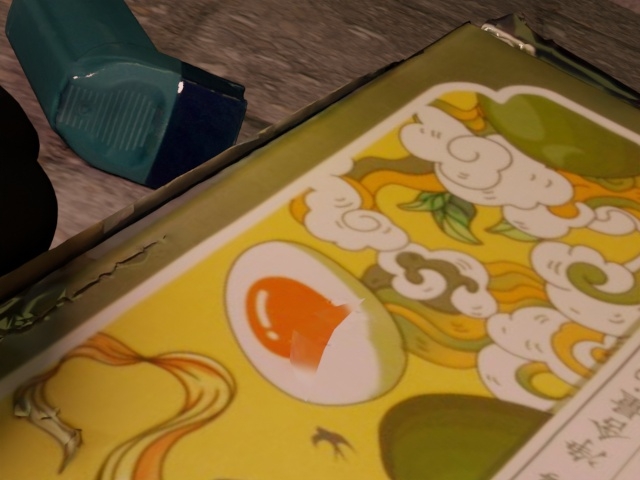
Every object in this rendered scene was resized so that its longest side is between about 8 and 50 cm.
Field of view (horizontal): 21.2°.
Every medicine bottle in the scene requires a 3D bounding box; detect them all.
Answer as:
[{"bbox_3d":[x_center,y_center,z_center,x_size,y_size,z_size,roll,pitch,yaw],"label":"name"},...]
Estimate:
[{"bbox_3d":[-0.144,-0.119,1.167,0.124,0.079,0.258,9,23,-27],"label":"medicine bottle"}]

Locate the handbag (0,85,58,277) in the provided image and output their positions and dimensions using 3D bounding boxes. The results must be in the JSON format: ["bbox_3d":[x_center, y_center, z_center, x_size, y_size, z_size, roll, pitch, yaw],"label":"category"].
[{"bbox_3d":[-0.197,0.028,0.459,0.093,0.253,0.308,54,4,3],"label":"handbag"}]

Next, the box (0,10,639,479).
[{"bbox_3d":[0.076,0.125,0.494,0.373,0.138,0.420,33,42,22],"label":"box"}]
